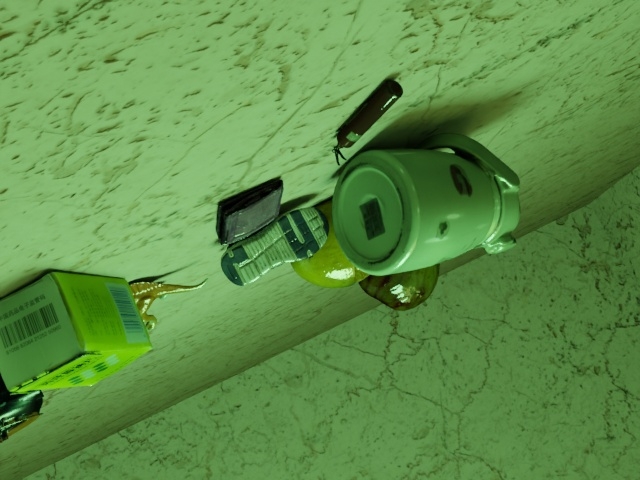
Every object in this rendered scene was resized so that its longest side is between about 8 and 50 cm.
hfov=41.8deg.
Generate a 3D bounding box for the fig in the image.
[{"bbox_3d":[0.228,0.008,2.037,0.321,0.217,0.217,-56,159,17],"label":"fig"}]

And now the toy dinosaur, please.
[{"bbox_3d":[-0.321,0.097,1.491,0.212,0.057,0.142,-39,148,4],"label":"toy dinosaur"}]

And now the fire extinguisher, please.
[{"bbox_3d":[0.065,-0.173,1.198,0.173,0.035,0.049,-41,-160,50],"label":"fire extinguisher"}]

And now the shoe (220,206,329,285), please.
[{"bbox_3d":[-0.084,0.001,1.496,0.207,0.092,0.106,-26,-161,3],"label":"shoe"}]

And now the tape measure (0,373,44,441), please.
[{"bbox_3d":[-0.606,0.301,1.504,0.202,0.135,0.223,-26,168,-40],"label":"tape measure"}]

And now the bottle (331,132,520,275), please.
[{"bbox_3d":[0.210,-0.071,1.468,0.351,0.229,0.229,-9,160,-38],"label":"bottle"}]

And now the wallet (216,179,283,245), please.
[{"bbox_3d":[-0.113,-0.042,1.356,0.111,0.030,0.166,-24,168,-14],"label":"wallet"}]

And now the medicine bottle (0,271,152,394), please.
[{"bbox_3d":[-0.382,0.141,1.297,0.137,0.141,0.250,-25,169,9],"label":"medicine bottle"}]

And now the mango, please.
[{"bbox_3d":[0.063,-0.010,1.598,0.261,0.167,0.130,-30,-178,0],"label":"mango"}]
